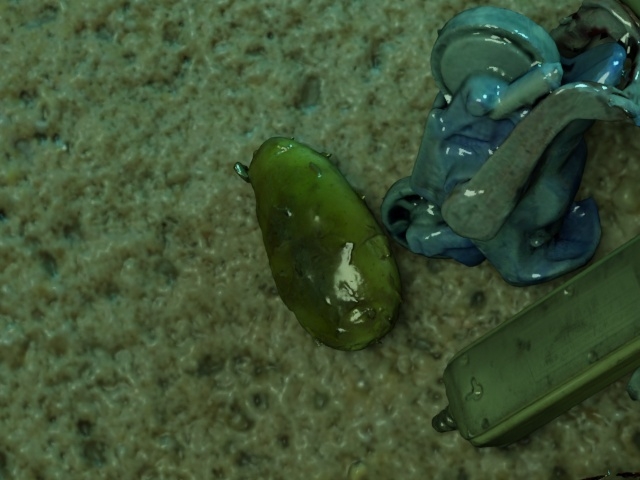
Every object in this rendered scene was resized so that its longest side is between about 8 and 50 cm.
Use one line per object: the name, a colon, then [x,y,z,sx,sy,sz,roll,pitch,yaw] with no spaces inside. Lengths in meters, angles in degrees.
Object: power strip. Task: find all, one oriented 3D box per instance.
power strip: [0.231,0.081,1.707,0.387,0.066,0.092,-36,58,38]

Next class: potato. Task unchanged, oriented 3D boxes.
potato: [0.000,0.000,1.837,0.117,0.090,0.225,-36,70,18]

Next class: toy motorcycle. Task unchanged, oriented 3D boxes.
toy motorcycle: [0.182,-0.052,1.699,0.182,0.319,0.241,-35,66,-31]

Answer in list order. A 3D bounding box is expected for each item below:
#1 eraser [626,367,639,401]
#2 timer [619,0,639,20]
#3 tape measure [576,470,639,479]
eraser: [0.430,0.133,1.687,0.290,0.104,0.189,34,94,16]
timer: [0.386,-0.223,1.605,0.290,0.291,0.315,-36,68,12]
tape measure: [0.261,0.260,1.675,0.222,0.202,0.135,-13,80,21]
